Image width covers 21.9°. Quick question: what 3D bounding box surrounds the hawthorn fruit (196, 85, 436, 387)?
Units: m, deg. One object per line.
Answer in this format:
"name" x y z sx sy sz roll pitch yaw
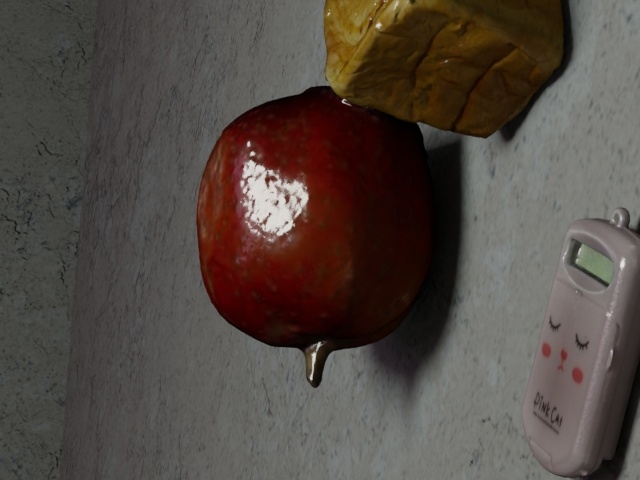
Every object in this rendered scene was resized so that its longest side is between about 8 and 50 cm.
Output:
"hawthorn fruit" 0.000 0.000 1.351 0.215 0.215 0.250 135 133 -62

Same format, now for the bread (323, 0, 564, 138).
"bread" 0.091 -0.175 1.218 0.149 0.143 0.158 -46 38 51

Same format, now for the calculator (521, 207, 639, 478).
"calculator" 0.169 0.064 1.040 0.100 0.032 0.175 -139 59 -70
